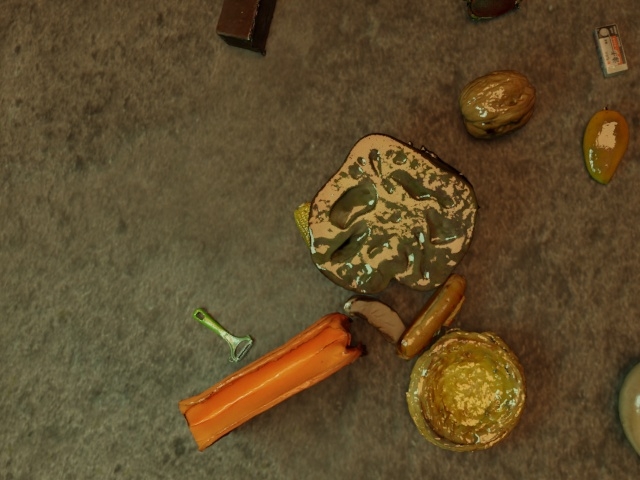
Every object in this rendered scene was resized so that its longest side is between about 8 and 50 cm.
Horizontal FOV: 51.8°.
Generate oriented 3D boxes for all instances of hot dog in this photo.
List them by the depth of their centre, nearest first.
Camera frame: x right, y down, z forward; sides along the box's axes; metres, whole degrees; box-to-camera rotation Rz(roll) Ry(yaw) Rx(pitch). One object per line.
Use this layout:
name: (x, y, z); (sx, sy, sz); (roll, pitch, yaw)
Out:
hot dog: (0.266, 0.175, 1.521); (0.076, 0.104, 0.250); (40, 70, 10)

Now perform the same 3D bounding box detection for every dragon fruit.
dragon fruit: (0.430, -0.608, 1.615); (0.142, 0.138, 0.175); (40, 54, -26)

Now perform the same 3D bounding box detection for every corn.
corn: (0.000, 0.000, 1.612); (0.072, 0.072, 0.203); (-28, 82, 3)

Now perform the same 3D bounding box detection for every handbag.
handbag: (-0.093, 0.305, 1.471); (0.410, 0.303, 0.116); (-30, 79, 1)

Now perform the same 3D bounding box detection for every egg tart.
egg tart: (0.332, 0.337, 1.516); (0.291, 0.107, 0.290); (0, 87, 4)

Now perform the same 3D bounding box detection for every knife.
knife: (-0.250, 0.229, 1.638); (0.166, 0.022, 0.078); (37, 82, 8)

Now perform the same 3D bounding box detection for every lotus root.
lotus root: (0.157, -0.059, 1.498); (0.391, 0.111, 0.374); (-14, 96, 6)

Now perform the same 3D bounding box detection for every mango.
mango: (0.675, -0.228, 1.561); (0.101, 0.066, 0.187); (8, 93, 9)

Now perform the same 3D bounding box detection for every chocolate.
chocolate: (-0.176, -0.641, 1.693); (0.112, 0.112, 0.321); (11, 85, 16)

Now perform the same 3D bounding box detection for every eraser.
eraser: (0.704, -0.462, 1.599); (0.052, 0.029, 0.122); (-12, 82, 6)

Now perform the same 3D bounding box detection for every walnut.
walnut: (0.422, -0.324, 1.560); (0.184, 0.155, 0.155); (-19, 81, 5)

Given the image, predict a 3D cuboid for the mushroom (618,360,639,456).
mushroom: (0.786, 0.362, 1.360); (0.293, 0.290, 0.292); (-1, 78, 7)

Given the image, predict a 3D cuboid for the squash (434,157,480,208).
squash: (0.279, -0.087, 1.592); (0.184, 0.085, 0.192); (36, 103, -16)

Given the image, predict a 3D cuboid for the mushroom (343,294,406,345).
mushroom: (0.125, 0.172, 1.536); (0.210, 0.094, 0.072); (36, 83, -30)
